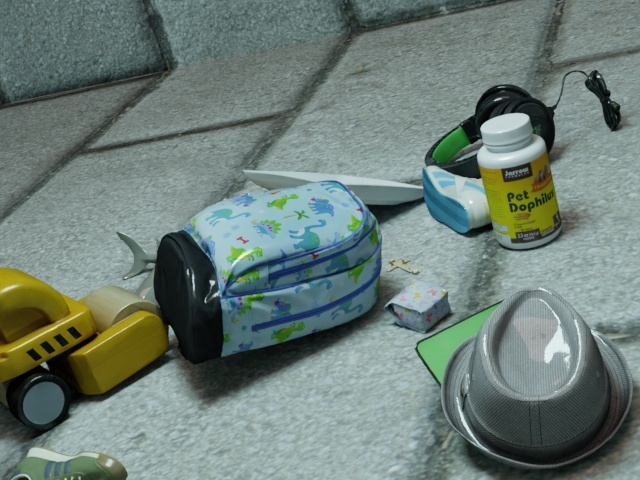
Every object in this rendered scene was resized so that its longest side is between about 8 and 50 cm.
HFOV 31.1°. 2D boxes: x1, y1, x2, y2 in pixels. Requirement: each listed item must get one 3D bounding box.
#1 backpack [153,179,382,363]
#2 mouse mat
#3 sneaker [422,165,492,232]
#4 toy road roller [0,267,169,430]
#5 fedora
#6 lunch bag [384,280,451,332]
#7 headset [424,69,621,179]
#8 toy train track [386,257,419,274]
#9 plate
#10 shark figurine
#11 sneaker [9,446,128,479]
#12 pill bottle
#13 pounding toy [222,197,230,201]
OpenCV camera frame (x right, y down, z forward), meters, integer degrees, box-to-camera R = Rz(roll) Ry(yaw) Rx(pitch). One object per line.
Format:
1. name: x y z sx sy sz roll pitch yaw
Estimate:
1. backpack: -0.069 0.043 1.884 0.355 0.273 0.290 2 23 -21
2. mouse mat: 0.243 0.162 1.576 0.189 0.007 0.153 -24 60 -17
3. sneaker: 0.259 -0.081 2.146 0.092 0.087 0.229 -16 29 -16
4. toy road roller: -0.440 0.137 1.910 0.329 0.241 0.202 -30 26 -28
5. fedora: 0.271 0.153 1.456 0.243 0.124 0.275 3 42 16
6. lunch bag: 0.154 0.103 1.825 0.083 0.053 0.071 19 43 40
7. headset: 0.405 -0.213 2.322 0.394 0.185 0.243 -31 19 4
8. toy train track: 0.145 0.043 2.017 0.048 0.014 0.083 -27 25 -22
9. plate: 0.031 -0.104 2.280 0.277 0.045 0.278 1 7 -40
10. shark figurine: -0.316 0.041 2.217 0.166 0.116 0.278 -17 25 -5
11. sneaker: -0.365 0.345 1.625 0.192 0.064 0.086 -1 35 34
12. pill bottle: 0.335 -0.102 1.956 0.117 0.215 0.117 -15 23 6
13. pounding toy: -0.118 -0.049 2.226 0.154 0.155 0.269 -34 30 -29
